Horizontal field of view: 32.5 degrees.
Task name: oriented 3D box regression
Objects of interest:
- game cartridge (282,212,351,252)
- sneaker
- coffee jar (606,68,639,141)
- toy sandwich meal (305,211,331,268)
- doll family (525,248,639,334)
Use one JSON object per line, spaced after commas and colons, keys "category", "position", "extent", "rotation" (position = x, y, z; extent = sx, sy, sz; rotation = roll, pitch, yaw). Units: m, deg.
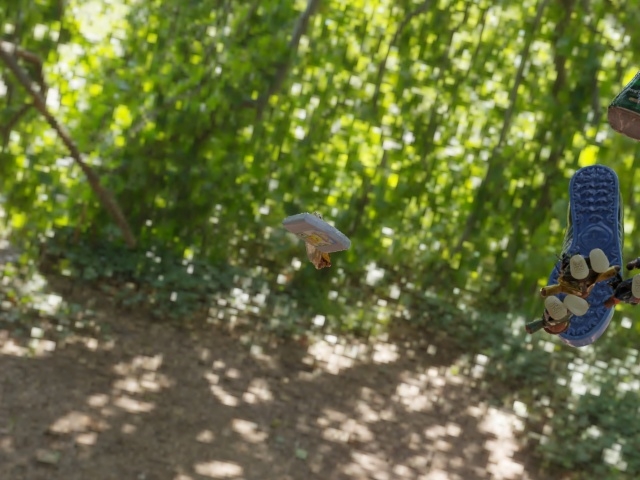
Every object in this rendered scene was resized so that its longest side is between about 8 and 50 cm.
{"category": "game cartridge", "position": [-0.003, -0.009, 1.424], "extent": [0.083, 0.017, 0.056], "rotation": [32, -30, -31]}
{"category": "sneaker", "position": [0.309, 0.029, 1.250], "extent": [0.081, 0.232, 0.090], "rotation": [4, -33, 23]}
{"category": "coffee jar", "position": [0.570, -0.258, 1.864], "extent": [0.096, 0.184, 0.079], "rotation": [26, -24, 29]}
{"category": "toy sandwich meal", "position": [0.000, 0.000, 1.566], "extent": [0.029, 0.086, 0.085], "rotation": [-2, 12, -15]}
{"category": "doll family", "position": [0.284, 0.035, 1.054], "extent": [0.193, 0.076, 0.111], "rotation": [-14, -17, 4]}
